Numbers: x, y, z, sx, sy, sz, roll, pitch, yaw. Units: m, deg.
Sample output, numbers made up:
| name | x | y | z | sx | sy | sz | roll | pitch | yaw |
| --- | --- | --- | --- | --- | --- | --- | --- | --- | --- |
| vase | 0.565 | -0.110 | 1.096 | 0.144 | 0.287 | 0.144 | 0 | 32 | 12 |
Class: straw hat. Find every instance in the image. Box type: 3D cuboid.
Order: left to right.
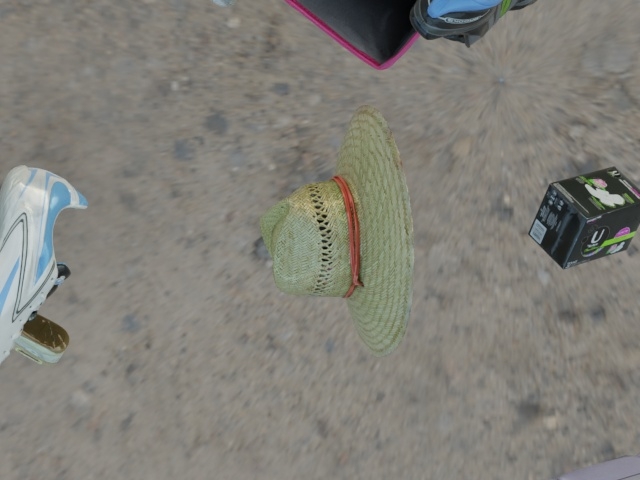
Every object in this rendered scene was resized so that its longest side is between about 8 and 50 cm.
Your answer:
| name | x | y | z | sx | sy | sz | roll | pitch | yaw |
| --- | --- | --- | --- | --- | --- | --- | --- | --- | --- |
| straw hat | 0.000 | 0.000 | 0.879 | 0.061 | 0.144 | 0.145 | -5 | 95 | -14 |

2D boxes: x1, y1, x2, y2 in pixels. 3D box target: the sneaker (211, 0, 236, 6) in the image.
| name | x | y | z | sx | sy | sz | roll | pitch | yaw |
| --- | --- | --- | --- | --- | --- | --- | --- | --- | --- |
| sneaker | -0.015 | -0.178 | 0.694 | 0.111 | 0.297 | 0.129 | -45 | 105 | -16 |

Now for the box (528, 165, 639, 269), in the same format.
| name | x | y | z | sx | sy | sz | roll | pitch | yaw |
| --- | --- | --- | --- | --- | --- | --- | --- | --- | --- |
| box | 0.235 | -0.020 | 1.430 | 0.052 | 0.083 | 0.062 | 49 | 137 | 33 |

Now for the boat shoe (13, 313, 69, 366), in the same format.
| name | x | y | z | sx | sy | sz | roll | pitch | yaw |
| --- | --- | --- | --- | --- | --- | --- | --- | --- | --- |
| boat shoe | -0.330 | 0.089 | 1.729 | 0.135 | 0.050 | 0.045 | 34 | 132 | 8 |

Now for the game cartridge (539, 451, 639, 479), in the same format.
| name | x | y | z | sx | sy | sz | roll | pitch | yaw |
| --- | --- | --- | --- | --- | --- | --- | --- | --- | --- |
| game cartridge | 0.086 | 0.250 | 0.583 | 0.230 | 0.068 | 0.355 | -11 | 110 | -37 |

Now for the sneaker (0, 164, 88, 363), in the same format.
| name | x | y | z | sx | sy | sz | roll | pitch | yaw |
| --- | --- | --- | --- | --- | --- | --- | --- | --- | --- |
| sneaker | -0.277 | 0.051 | 1.475 | 0.086 | 0.085 | 0.237 | 21 | 84 | -13 |

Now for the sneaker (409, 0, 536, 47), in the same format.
| name | x | y | z | sx | sy | sz | roll | pitch | yaw |
| --- | --- | --- | --- | --- | --- | --- | --- | --- | --- |
| sneaker | 0.114 | -0.186 | 1.205 | 0.078 | 0.188 | 0.067 | -39 | 87 | 29 |

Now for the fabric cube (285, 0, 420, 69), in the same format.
| name | x | y | z | sx | sy | sz | roll | pitch | yaw |
| --- | --- | --- | --- | --- | --- | --- | --- | --- | --- |
| fabric cube | 0.064 | -0.359 | 1.535 | 0.259 | 0.258 | 0.254 | 38 | 120 | 0 |
